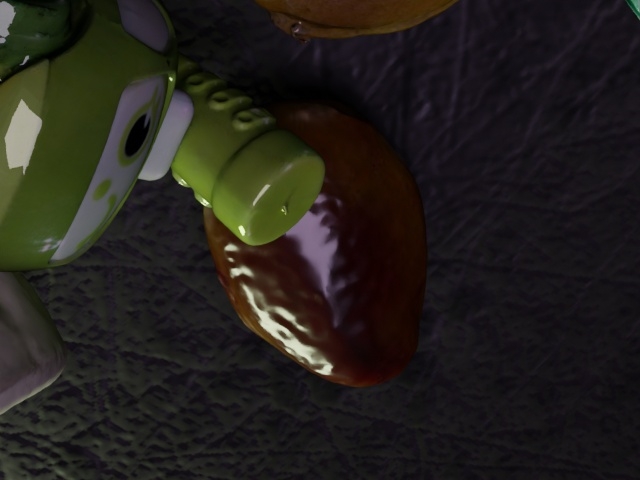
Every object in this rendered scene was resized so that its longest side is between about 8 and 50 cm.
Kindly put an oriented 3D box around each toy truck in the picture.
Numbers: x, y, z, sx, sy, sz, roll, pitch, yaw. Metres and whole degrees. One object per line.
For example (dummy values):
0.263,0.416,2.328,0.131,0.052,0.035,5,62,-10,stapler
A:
-0.119,-0.074,0.896,0.210,0.187,0.148,1,125,-41,toy truck

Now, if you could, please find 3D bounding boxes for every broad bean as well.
0.000,0.000,1.021,0.114,0.084,0.165,-21,120,-18,broad bean

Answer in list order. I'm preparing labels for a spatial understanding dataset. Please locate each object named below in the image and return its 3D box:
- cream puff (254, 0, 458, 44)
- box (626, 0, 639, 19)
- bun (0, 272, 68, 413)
0.019,-0.172,0.890,0.165,0.115,0.150,-8,131,-19,cream puff
0.215,-0.271,0.868,0.205,0.118,0.311,-11,124,-3,box
-0.266,0.050,0.922,0.263,0.263,0.175,-27,92,5,bun
